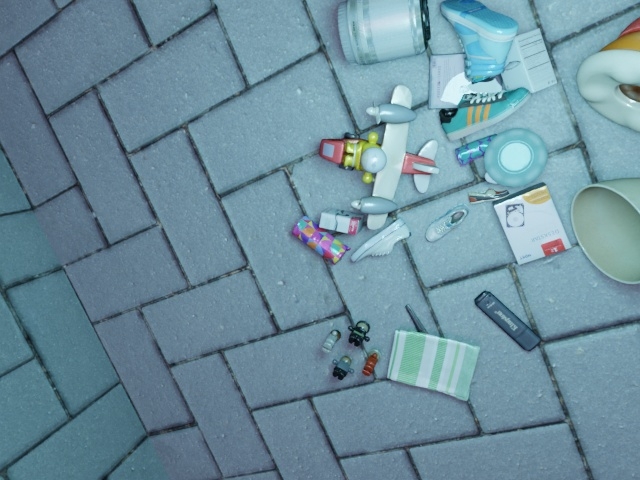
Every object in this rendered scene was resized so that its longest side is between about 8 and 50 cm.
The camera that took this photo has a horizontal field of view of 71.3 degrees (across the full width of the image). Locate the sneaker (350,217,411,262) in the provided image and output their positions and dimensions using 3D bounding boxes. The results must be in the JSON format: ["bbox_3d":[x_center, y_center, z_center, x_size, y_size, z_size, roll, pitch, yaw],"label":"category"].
[{"bbox_3d":[0.231,0.021,1.718,0.258,0.094,0.091,-37,87,21],"label":"sneaker"}]

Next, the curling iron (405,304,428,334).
[{"bbox_3d":[0.404,0.382,1.791,0.068,0.035,0.273,-23,97,21],"label":"curling iron"}]

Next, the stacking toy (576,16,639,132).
[{"bbox_3d":[1.014,-0.576,1.253,0.351,0.350,0.479,36,94,6],"label":"stacking toy"}]

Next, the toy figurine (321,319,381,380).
[{"bbox_3d":[0.129,0.452,1.844,0.210,0.148,0.212,-21,99,27],"label":"toy figurine"}]

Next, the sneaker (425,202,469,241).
[{"bbox_3d":[0.460,-0.062,1.634,0.071,0.083,0.190,45,113,0],"label":"sneaker"}]

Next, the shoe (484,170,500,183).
[{"bbox_3d":[0.655,-0.240,1.526,0.178,0.081,0.063,-17,95,23],"label":"shoe"}]

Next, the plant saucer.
[{"bbox_3d":[0.638,-0.273,1.463,0.195,0.037,0.194,2,95,21],"label":"plant saucer"}]

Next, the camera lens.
[{"bbox_3d":[0.215,-0.706,1.465,0.275,0.219,0.219,-4,103,18],"label":"camera lens"}]

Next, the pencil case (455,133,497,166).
[{"bbox_3d":[0.549,-0.313,1.548,0.152,0.064,0.070,-18,84,21],"label":"pencil case"}]

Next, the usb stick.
[{"bbox_3d":[0.701,0.301,1.674,0.278,0.045,0.077,43,113,3],"label":"usb stick"}]

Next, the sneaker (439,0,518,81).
[{"bbox_3d":[0.479,-0.634,1.433,0.127,0.318,0.208,-19,138,-12],"label":"sneaker"}]

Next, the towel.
[{"bbox_3d":[0.440,0.491,1.772,0.325,0.038,0.247,12,109,17],"label":"towel"}]

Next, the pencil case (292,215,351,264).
[{"bbox_3d":[0.000,0.000,1.786,0.236,0.104,0.104,36,111,3],"label":"pencil case"}]

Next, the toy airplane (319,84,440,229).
[{"bbox_3d":[0.224,-0.275,1.547,0.385,0.272,0.385,-32,93,21],"label":"toy airplane"}]

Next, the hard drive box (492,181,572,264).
[{"bbox_3d":[0.730,-0.059,1.547,0.181,0.089,0.232,-24,97,22],"label":"hard drive box"}]

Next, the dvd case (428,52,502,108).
[{"bbox_3d":[0.494,-0.545,1.524,0.239,0.029,0.179,4,105,17],"label":"dvd case"}]

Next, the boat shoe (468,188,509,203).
[{"bbox_3d":[0.597,-0.163,1.584,0.137,0.049,0.043,-10,99,24],"label":"boat shoe"}]

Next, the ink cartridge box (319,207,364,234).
[{"bbox_3d":[0.082,-0.076,1.730,0.151,0.109,0.063,13,109,13],"label":"ink cartridge box"}]

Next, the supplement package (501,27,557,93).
[{"bbox_3d":[0.647,-0.553,1.414,0.105,0.105,0.179,-25,97,-14],"label":"supplement package"}]

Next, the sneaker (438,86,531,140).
[{"bbox_3d":[0.518,-0.433,1.450,0.302,0.108,0.121,-20,110,47],"label":"sneaker"}]

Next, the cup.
[{"bbox_3d":[0.990,-0.060,1.374,0.237,0.331,0.330,-22,98,-4],"label":"cup"}]
